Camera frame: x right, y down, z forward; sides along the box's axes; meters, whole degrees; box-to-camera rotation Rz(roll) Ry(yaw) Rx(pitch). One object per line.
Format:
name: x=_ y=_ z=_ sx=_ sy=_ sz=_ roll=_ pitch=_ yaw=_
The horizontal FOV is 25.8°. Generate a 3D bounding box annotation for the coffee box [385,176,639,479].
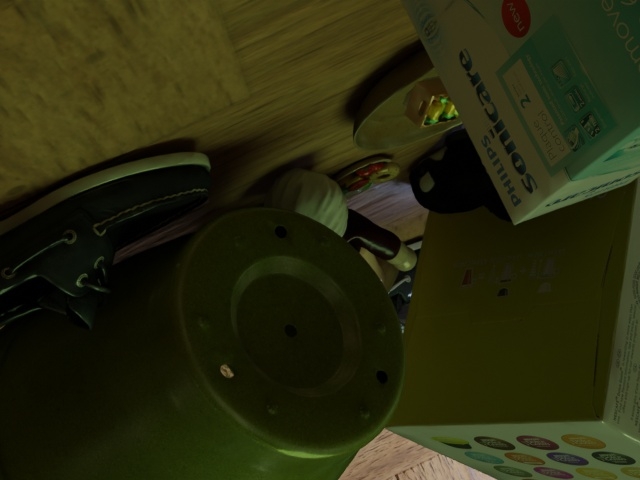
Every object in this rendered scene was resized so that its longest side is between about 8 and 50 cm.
coffee box: x=0.333 y=0.124 z=1.751 sx=0.334 sy=0.338 sz=0.338 roll=29 pitch=154 yaw=-36

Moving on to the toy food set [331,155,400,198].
toy food set: x=0.045 y=-0.068 z=1.561 sx=0.083 sy=0.020 sz=0.083 roll=-30 pitch=168 yaw=20

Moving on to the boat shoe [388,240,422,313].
boat shoe: x=0.091 y=0.072 z=2.090 sx=0.303 sy=0.091 sz=0.114 roll=-18 pitch=166 yaw=-31

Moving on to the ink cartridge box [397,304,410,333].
ink cartridge box: x=0.176 y=0.105 z=2.197 sx=0.223 sy=0.045 sz=0.224 roll=-11 pitch=-166 yaw=-23

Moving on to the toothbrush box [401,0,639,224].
toothbrush box: x=0.201 y=-0.174 z=0.958 sx=0.126 sy=0.216 sz=0.295 roll=-19 pitch=167 yaw=-28

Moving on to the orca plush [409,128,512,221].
orca plush: x=0.235 y=-0.062 z=1.597 sx=0.287 sy=0.102 sz=0.151 roll=-6 pitch=156 yaw=17

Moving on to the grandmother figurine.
grandmother figurine: x=0.000 y=0.000 z=1.557 sx=0.208 sy=0.104 sz=0.342 roll=-7 pitch=164 yaw=5

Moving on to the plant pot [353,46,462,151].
plant pot: x=0.132 y=-0.157 z=1.336 sx=0.236 sy=0.032 sz=0.236 roll=-25 pitch=168 yaw=-6

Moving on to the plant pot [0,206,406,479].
plant pot: x=-0.109 y=0.146 z=1.327 sx=0.366 sy=0.366 sz=0.353 roll=-15 pitch=164 yaw=-41

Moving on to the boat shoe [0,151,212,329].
boat shoe: x=-0.234 y=0.032 z=1.182 sx=0.340 sy=0.113 sz=0.127 roll=-22 pitch=167 yaw=-16

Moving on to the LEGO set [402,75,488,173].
LEGO set: x=0.187 y=-0.106 z=1.326 sx=0.132 sy=0.107 sz=0.287 roll=-30 pitch=168 yaw=17
